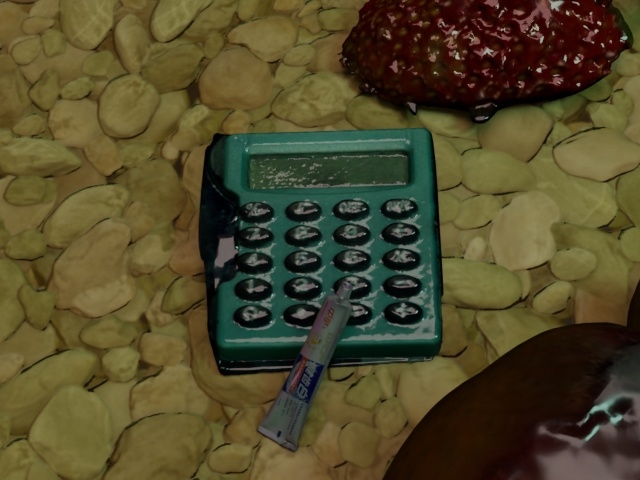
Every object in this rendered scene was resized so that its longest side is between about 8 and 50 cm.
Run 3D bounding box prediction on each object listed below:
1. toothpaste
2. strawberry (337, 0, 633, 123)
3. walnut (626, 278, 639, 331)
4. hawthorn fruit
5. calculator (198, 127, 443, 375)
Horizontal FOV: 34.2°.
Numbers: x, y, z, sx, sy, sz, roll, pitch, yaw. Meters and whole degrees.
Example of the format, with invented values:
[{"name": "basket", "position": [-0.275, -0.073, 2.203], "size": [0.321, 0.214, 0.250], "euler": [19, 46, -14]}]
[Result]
[{"name": "toothpaste", "position": [-0.008, 0.117, 0.987], "size": [0.045, 0.028, 0.170], "euler": [26, 97, 15]}, {"name": "strawberry", "position": [0.179, -0.245, 1.145], "size": [0.306, 0.138, 0.233], "euler": [-21, 64, -9]}, {"name": "walnut", "position": [0.360, 0.123, 0.941], "size": [0.137, 0.137, 0.245], "euler": [-22, 63, -8]}, {"name": "hawthorn fruit", "position": [0.191, 0.223, 0.813], "size": [0.324, 0.308, 0.308], "euler": [-11, 61, 10]}, {"name": "calculator", "position": [0.000, 0.000, 1.068], "size": [0.248, 0.058, 0.274], "euler": [-2, 63, 4]}]
